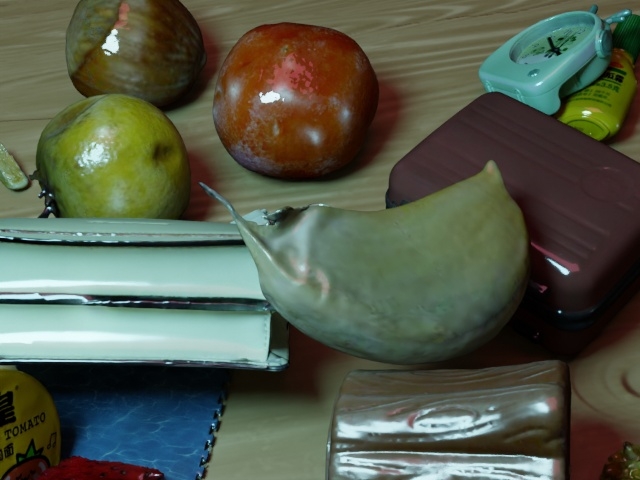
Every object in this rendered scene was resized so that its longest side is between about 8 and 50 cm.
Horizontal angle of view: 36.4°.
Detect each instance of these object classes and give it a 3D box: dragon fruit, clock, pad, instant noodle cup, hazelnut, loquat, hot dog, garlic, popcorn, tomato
[{"bbox_3d":[-0.202,0.283,0.997,0.192,0.092,0.122,0,5,2],"label":"dragon fruit"},{"bbox_3d":[0.340,-0.262,1.370,0.211,0.066,0.159,-36,29,-8],"label":"clock"},{"bbox_3d":[-0.235,0.161,1.137,0.269,0.012,0.269,4,49,9],"label":"pad"},{"bbox_3d":[-0.396,0.221,0.981,0.172,0.216,0.216,8,49,25],"label":"instant noodle cup"},{"bbox_3d":[-0.273,-0.289,1.449,0.214,0.176,0.214,5,75,-18],"label":"hazelnut"},{"bbox_3d":[-0.269,-0.090,1.239,0.213,0.213,0.213,-3,48,3],"label":"loquat"},{"bbox_3d":[-0.448,-0.101,1.384,0.030,0.034,0.090,-29,69,-33],"label":"hot dog"},{"bbox_3d":[0.051,0.030,0.961,0.338,0.151,0.196,-6,82,-23],"label":"garlic"},{"bbox_3d":[0.308,0.242,0.974,0.083,0.060,0.068,-28,51,-8],"label":"popcorn"},{"bbox_3d":[-0.039,-0.193,1.320,0.231,0.189,0.232,-5,48,5],"label":"tomato"}]

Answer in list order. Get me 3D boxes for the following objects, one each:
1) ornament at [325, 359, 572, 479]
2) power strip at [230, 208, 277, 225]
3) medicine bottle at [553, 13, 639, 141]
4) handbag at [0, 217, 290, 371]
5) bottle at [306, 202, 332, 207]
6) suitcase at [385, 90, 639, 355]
[{"bbox_3d":[0.128,0.207,0.927,0.217,0.235,0.221,0,40,15],"label":"ornament"},{"bbox_3d":[-0.127,0.009,1.240,0.191,0.048,0.030,-26,55,-16],"label":"power strip"},{"bbox_3d":[0.415,-0.237,1.395,0.095,0.064,0.260,8,47,31],"label":"medicine bottle"},{"bbox_3d":[-0.207,0.053,1.074,0.358,0.160,0.237,2,10,-2],"label":"handbag"},{"bbox_3d":[0.000,0.000,1.200,0.045,0.096,0.045,-3,48,3],"label":"bottle"},{"bbox_3d":[0.245,-0.027,1.155,0.297,0.161,0.236,34,60,32],"label":"suitcase"}]
